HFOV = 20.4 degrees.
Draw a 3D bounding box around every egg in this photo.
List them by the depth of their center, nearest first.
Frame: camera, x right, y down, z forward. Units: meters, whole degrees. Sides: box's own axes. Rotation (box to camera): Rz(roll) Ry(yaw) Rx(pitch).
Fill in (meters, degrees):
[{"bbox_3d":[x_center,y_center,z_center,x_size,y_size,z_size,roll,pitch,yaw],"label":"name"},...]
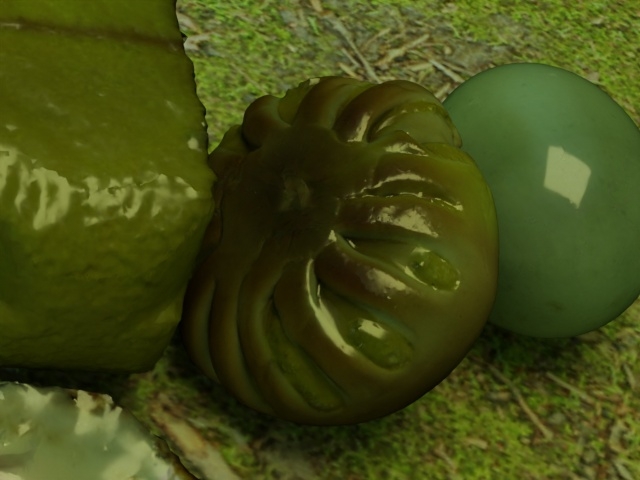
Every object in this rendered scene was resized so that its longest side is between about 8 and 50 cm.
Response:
[{"bbox_3d":[0.132,-0.027,1.095,0.149,0.149,0.192,1,47,-20],"label":"egg"}]

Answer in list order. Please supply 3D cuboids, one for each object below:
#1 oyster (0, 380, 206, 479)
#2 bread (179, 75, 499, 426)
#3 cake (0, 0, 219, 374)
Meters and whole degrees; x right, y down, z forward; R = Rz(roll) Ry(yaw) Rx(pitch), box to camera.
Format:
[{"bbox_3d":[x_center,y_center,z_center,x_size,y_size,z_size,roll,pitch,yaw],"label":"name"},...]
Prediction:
[{"bbox_3d":[-0.161,0.158,0.855,0.260,0.092,0.198,6,45,-28],"label":"oyster"},{"bbox_3d":[0.000,0.000,1.002,0.213,0.105,0.213,-12,60,23],"label":"bread"},{"bbox_3d":[-0.148,-0.041,0.984,0.156,0.179,0.260,2,50,-18],"label":"cake"}]
